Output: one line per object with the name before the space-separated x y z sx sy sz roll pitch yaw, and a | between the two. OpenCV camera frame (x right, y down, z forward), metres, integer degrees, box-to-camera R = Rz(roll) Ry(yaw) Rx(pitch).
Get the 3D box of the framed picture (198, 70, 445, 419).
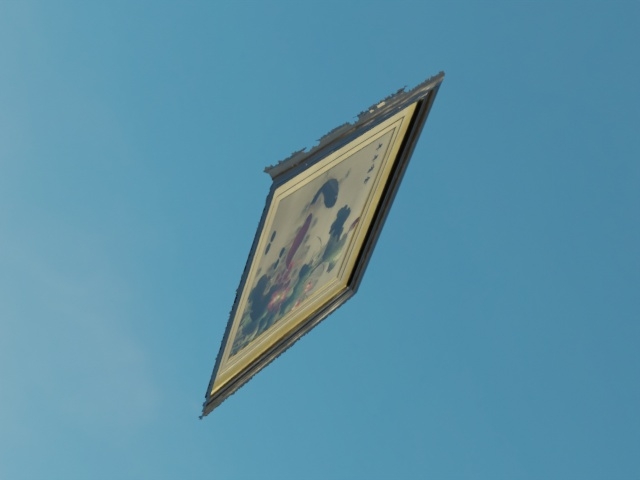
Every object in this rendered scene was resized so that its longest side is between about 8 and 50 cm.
framed picture | 0.000 0.000 0.761 0.010 0.199 0.195 34 -52 17
